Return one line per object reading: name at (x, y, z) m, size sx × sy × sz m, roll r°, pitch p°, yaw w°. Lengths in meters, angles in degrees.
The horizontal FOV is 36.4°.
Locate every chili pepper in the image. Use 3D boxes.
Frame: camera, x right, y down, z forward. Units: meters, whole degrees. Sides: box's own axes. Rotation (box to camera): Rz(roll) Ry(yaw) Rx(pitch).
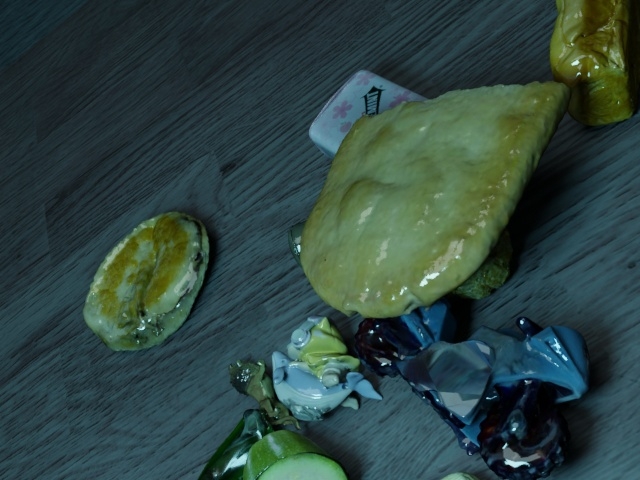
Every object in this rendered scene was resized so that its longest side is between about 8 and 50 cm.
chili pepper at (-0.149, 0.387, 1.671) m, size 0.216 × 0.062 × 0.108 m, roll -51°, pitch 51°, yaw 4°

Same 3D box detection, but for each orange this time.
orange at (0.241, 0.023, 1.597) m, size 0.156 × 0.134 × 0.157 m, roll 1°, pitch 96°, yaw 15°

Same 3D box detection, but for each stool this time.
stool at (0.000, 0.000, 1.819) m, size 0.110 × 0.096 × 0.096 m, roll -22°, pitch 48°, yaw 15°

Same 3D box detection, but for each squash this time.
squash at (-0.049, 0.382, 1.535) m, size 0.170 × 0.170 × 0.123 m, roll -47°, pitch 29°, yaw -1°

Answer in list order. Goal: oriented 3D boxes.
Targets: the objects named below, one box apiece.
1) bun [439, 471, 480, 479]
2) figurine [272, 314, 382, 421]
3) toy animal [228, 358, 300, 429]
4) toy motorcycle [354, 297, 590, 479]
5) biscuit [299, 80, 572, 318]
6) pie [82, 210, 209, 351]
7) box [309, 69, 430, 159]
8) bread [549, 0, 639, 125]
bun at (0.200, 0.391, 1.391) m, size 0.115 × 0.069 × 0.115 m, roll -41°, pitch 24°, yaw 23°
figurine at (0.003, 0.217, 1.639) m, size 0.208 × 0.128 × 0.184 m, roll 8°, pitch 62°, yaw 32°
toy animal at (-0.087, 0.267, 1.713) m, size 0.219 × 0.069 × 0.086 m, roll 37°, pitch 103°, yaw 51°
toy motorcycle at (0.236, 0.181, 1.456) m, size 0.232 × 0.172 × 0.416 m, roll -46°, pitch 42°, yaw -9°
biscuit at (0.138, -0.075, 1.575) m, size 0.429 × 0.104 × 0.446 m, roll 8°, pitch 62°, yaw 47°
pie at (-0.359, 0.083, 2.053) m, size 0.339 × 0.077 × 0.339 m, roll -22°, pitch 49°, yaw 28°
box at (0.152, -0.183, 1.824) m, size 0.190 × 0.112 × 0.369 m, roll -52°, pitch 43°, yaw -4°
bread at (0.472, -0.350, 1.655) m, size 0.132 × 0.167 × 0.295 m, roll -11°, pitch 53°, yaw 32°
